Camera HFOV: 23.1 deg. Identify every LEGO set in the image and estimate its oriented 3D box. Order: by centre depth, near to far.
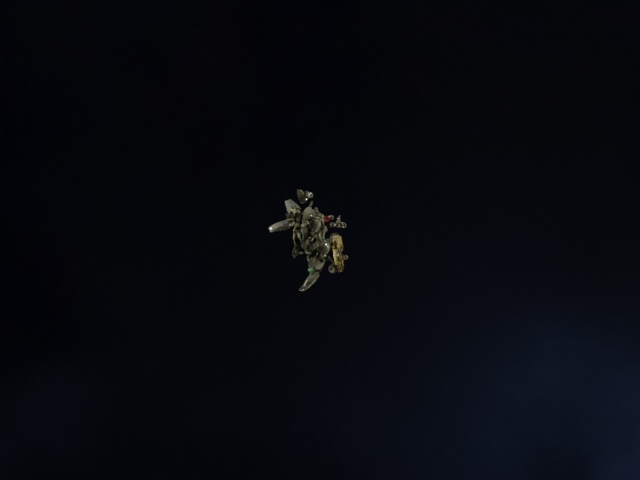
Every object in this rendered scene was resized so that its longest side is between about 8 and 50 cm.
[{"bbox_3d":[0.000,-0.002,0.857,0.023,0.083,0.054,-2,-80,25],"label":"LEGO set"}]
